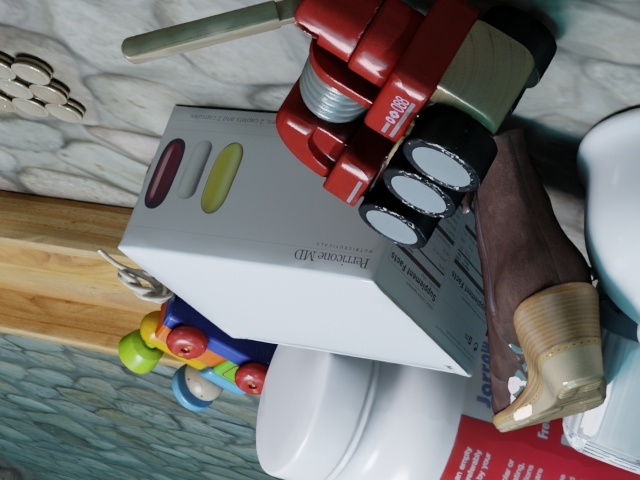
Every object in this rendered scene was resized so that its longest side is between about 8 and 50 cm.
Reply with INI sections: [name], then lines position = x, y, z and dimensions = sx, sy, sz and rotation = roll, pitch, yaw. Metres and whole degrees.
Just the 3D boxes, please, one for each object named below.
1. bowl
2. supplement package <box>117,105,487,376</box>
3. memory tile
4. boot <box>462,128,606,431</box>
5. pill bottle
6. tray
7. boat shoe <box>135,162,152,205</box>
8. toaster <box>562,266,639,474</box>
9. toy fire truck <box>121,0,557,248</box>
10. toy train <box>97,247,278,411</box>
[bowl]
position = 0.317, 0.027, 1.166
dimensions = 0.298, 0.134, 0.298
rotation = 18, 162, 6
[supplement package]
position = 0.000, 0.000, 1.381
dimensions = 0.262, 0.145, 0.204
rotation = 6, 158, 33
[memory tile]
position = -0.296, -0.146, 1.467
dimensions = 0.148, 0.012, 0.113
rotation = 11, 160, 22
[boot]
position = 0.165, 0.038, 1.282
dimensions = 0.090, 0.207, 0.248
rotation = -14, 164, -8
[pill bottle]
position = 0.155, 0.197, 1.582
dimensions = 0.408, 0.229, 0.229
rotation = 17, 163, -19
[tray]
position = -0.310, 0.035, 1.834
dimensions = 0.411, 0.076, 0.203
rotation = 7, 143, 30
[boat shoe]
position = -0.071, 0.037, 1.596
dimensions = 0.109, 0.098, 0.302
rotation = -6, 145, 47
[toaster]
position = 0.300, 0.118, 1.364
dimensions = 0.227, 0.129, 0.146
rotation = 16, 117, 6
[toy fire truck]
position = 0.002, -0.108, 1.103
dimensions = 0.246, 0.158, 0.217
rotation = 32, 161, -1
[toy train]
position = -0.164, 0.090, 1.657
dimensions = 0.248, 0.105, 0.143
rotation = 31, 136, -26
